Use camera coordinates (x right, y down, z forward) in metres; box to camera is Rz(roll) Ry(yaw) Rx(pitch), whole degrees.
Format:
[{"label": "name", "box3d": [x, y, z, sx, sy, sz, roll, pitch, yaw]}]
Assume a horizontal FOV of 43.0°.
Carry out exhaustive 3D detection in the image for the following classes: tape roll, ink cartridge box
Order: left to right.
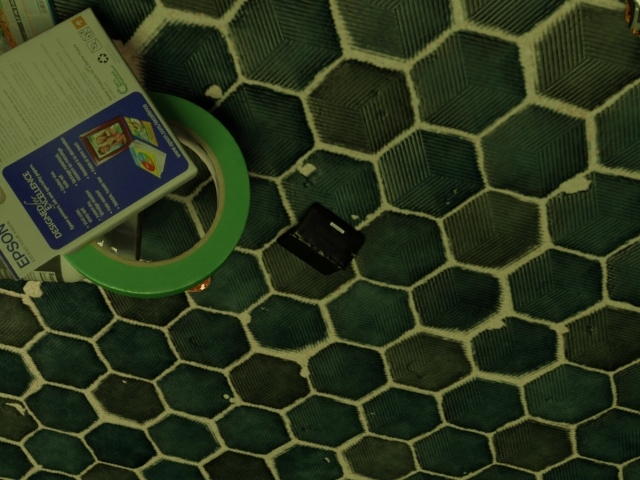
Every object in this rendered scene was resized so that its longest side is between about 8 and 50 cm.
[{"label": "ink cartridge box", "box3d": [-0.391, -0.144, 1.204, 0.307, 0.072, 0.304, -33, 88, -11]}, {"label": "tape roll", "box3d": [-0.273, -0.071, 1.285, 0.321, 0.321, 0.077, 21, 168, -7]}]

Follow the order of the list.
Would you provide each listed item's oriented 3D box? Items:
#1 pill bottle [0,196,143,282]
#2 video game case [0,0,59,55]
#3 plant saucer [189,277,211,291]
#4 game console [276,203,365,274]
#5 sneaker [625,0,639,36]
[{"label": "pill bottle", "box3d": [-0.492, -0.036, 1.387, 0.362, 0.210, 0.210, 3, 130, -9]}, {"label": "video game case", "box3d": [-0.495, -0.341, 1.288, 0.166, 0.015, 0.119, 0, 129, 9]}, {"label": "plant saucer", "box3d": [-0.252, 0.064, 1.569, 0.083, 0.013, 0.084, 4, 129, 5]}, {"label": "game console", "box3d": [0.000, 0.000, 1.477, 0.122, 0.071, 0.107, 34, 96, -18]}, {"label": "sneaker", "box3d": [0.466, -0.306, 1.116, 0.083, 0.084, 0.215, -27, 110, 30]}]
